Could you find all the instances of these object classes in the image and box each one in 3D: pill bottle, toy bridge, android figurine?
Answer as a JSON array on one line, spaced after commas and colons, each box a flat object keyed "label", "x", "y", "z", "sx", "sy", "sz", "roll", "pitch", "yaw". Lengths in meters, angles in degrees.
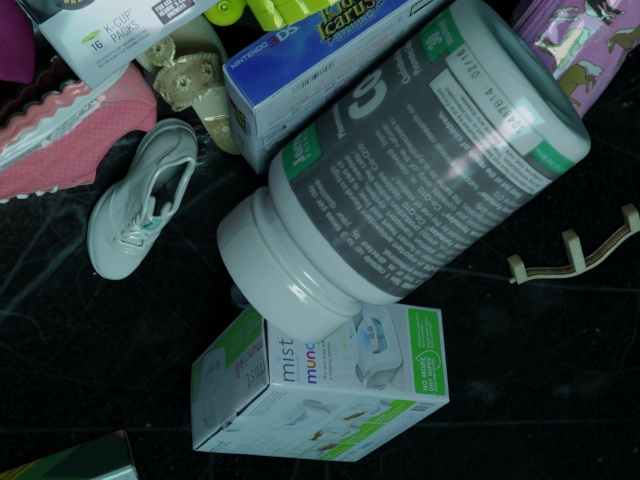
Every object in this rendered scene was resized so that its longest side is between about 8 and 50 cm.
[{"label": "pill bottle", "x": 0.078, "y": -0.063, "z": 1.322, "sx": 0.361, "sy": 0.204, "sz": 0.204, "roll": -39, "pitch": 126, "yaw": 19}, {"label": "toy bridge", "x": 0.336, "y": 0.016, "z": 1.697, "sx": 0.188, "sy": 0.026, "sz": 0.063, "roll": -24, "pitch": 128, "yaw": -2}, {"label": "android figurine", "x": -0.005, "y": -0.279, "z": 1.232, "sx": 0.248, "sy": 0.273, "sz": 0.056, "roll": -30, "pitch": 112, "yaw": 5}]

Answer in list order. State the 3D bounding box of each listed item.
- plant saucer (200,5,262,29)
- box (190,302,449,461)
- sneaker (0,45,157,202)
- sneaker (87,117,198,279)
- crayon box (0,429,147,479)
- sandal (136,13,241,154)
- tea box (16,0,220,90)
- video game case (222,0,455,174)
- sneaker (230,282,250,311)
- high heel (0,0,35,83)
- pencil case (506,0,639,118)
[{"label": "plant saucer", "x": -0.109, "y": -0.264, "z": 1.364, "sx": 0.192, "sy": 0.018, "sz": 0.067, "roll": 9, "pitch": 120, "yaw": -25}, {"label": "box", "x": -0.009, "y": 0.173, "z": 1.552, "sx": 0.231, "sy": 0.127, "sz": 0.262, "roll": 8, "pitch": 152, "yaw": -22}, {"label": "sneaker", "x": -0.306, "y": -0.085, "z": 1.357, "sx": 0.314, "sy": 0.116, "sz": 0.136, "roll": -35, "pitch": 128, "yaw": 6}, {"label": "sneaker", "x": -0.199, "y": -0.031, "z": 1.442, "sx": 0.080, "sy": 0.094, "sz": 0.212, "roll": 16, "pitch": 116, "yaw": -29}, {"label": "crayon box", "x": -0.371, "y": 0.391, "z": 1.675, "sx": 0.318, "sy": 0.081, "sz": 0.202, "roll": -19, "pitch": 126, "yaw": -7}, {"label": "sandal", "x": -0.128, "y": -0.165, "z": 1.373, "sx": 0.088, "sy": 0.079, "sz": 0.240, "roll": -31, "pitch": 131, "yaw": 9}, {"label": "tea box", "x": -0.174, "y": -0.376, "z": 1.135, "sx": 0.329, "sy": 0.220, "sz": 0.323, "roll": -34, "pitch": 122, "yaw": 5}, {"label": "video game case", "x": 0.026, "y": -0.193, "z": 1.311, "sx": 0.269, "sy": 0.061, "sz": 0.244, "roll": -35, "pitch": 171, "yaw": -8}, {"label": "sneaker", "x": 0.000, "y": 0.000, "z": 1.548, "sx": 0.261, "sy": 0.104, "sz": 0.125, "roll": -24, "pitch": 96, "yaw": 10}, {"label": "high heel", "x": -0.465, "y": -0.178, "z": 1.224, "sx": 0.377, "sy": 0.127, "sz": 0.181, "roll": -19, "pitch": 115, "yaw": -10}, {"label": "pencil case", "x": 0.258, "y": -0.209, "z": 1.439, "sx": 0.160, "sy": 0.167, "sz": 0.386, "roll": 34, "pitch": 108, "yaw": -10}]
